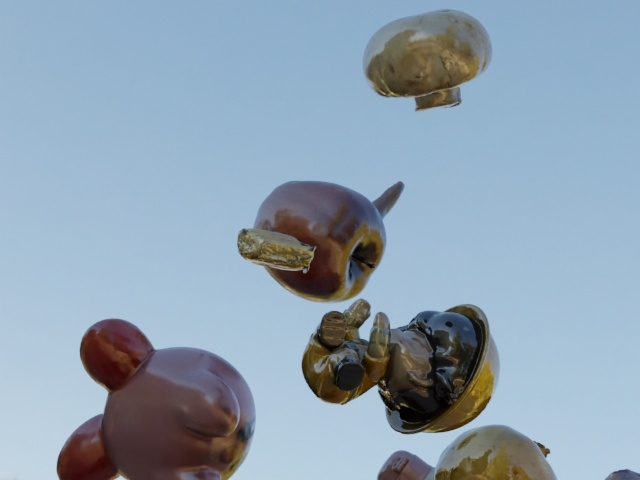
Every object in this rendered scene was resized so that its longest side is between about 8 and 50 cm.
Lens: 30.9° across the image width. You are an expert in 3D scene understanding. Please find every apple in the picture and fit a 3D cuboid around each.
[{"bbox_3d":[0.001,0.000,2.011,0.233,0.234,0.234,14,-27,7],"label":"apple"}]

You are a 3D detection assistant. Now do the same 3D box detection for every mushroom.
[{"bbox_3d":[0.137,-0.226,1.469,0.166,0.166,0.127,-11,-83,43],"label":"mushroom"}]

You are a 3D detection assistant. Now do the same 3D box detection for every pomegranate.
[{"bbox_3d":[0.262,0.352,1.682,0.196,0.196,0.196,14,-27,7],"label":"pomegranate"}]

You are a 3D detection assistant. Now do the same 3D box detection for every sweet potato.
[{"bbox_3d":[0.114,-0.055,2.544,0.057,0.264,0.057,17,-51,23],"label":"sweet potato"}]

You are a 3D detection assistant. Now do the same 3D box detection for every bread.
[{"bbox_3d":[-0.063,0.015,1.618,0.106,0.053,0.072,14,10,-41],"label":"bread"}]

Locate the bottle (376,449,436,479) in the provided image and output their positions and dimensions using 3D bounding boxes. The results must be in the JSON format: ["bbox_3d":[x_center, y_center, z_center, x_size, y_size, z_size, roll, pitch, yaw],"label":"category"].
[{"bbox_3d":[0.215,0.473,2.062,0.253,0.120,0.120,37,-25,10],"label":"bottle"}]

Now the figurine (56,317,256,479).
[{"bbox_3d":[-0.216,0.257,1.712,0.261,0.270,0.211,17,15,19],"label":"figurine"}]

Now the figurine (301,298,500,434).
[{"bbox_3d":[0.103,0.161,1.469,0.256,0.167,0.192,3,21,-19],"label":"figurine"}]

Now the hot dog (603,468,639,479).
[{"bbox_3d":[0.639,0.567,2.057,0.367,0.196,0.365,44,-2,1],"label":"hot dog"}]
